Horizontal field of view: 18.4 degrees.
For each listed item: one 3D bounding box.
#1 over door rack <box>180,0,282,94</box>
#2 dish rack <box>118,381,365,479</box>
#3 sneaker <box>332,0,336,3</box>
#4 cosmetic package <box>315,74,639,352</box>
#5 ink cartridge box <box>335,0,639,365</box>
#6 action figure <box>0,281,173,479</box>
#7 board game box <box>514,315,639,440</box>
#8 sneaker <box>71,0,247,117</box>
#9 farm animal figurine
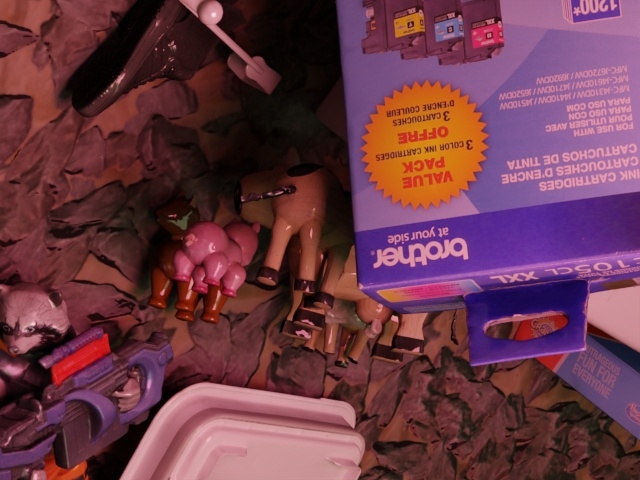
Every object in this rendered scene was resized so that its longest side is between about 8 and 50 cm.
[{"bbox_3d":[-0.037,-0.281,1.703,0.239,0.108,0.324,-53,148,-2],"label":"over door rack"},{"bbox_3d":[-0.094,0.296,2.096,0.333,0.072,0.285,15,109,-52],"label":"dish rack"},{"bbox_3d":[0.080,-0.291,1.899,0.191,0.071,0.083,-48,153,-1],"label":"sneaker"},{"bbox_3d":[0.285,-0.112,1.972,0.393,0.327,0.329,29,98,-44],"label":"cosmetic package"},{"bbox_3d":[0.163,-0.091,1.666,0.270,0.395,0.151,-8,169,16],"label":"ink cartridge box"},{"bbox_3d":[-0.303,0.192,1.851,0.341,0.178,0.330,-21,128,-56],"label":"action figure"},{"bbox_3d":[0.418,0.161,2.304,0.316,0.242,0.064,8,111,-40],"label":"board game box"},{"bbox_3d":[-0.148,-0.165,1.808,0.170,0.051,0.089,-55,133,-8],"label":"sneaker"},{"bbox_3d":[0.000,0.000,1.874,0.326,0.330,0.172,20,76,-27],"label":"farm animal figurine"}]
